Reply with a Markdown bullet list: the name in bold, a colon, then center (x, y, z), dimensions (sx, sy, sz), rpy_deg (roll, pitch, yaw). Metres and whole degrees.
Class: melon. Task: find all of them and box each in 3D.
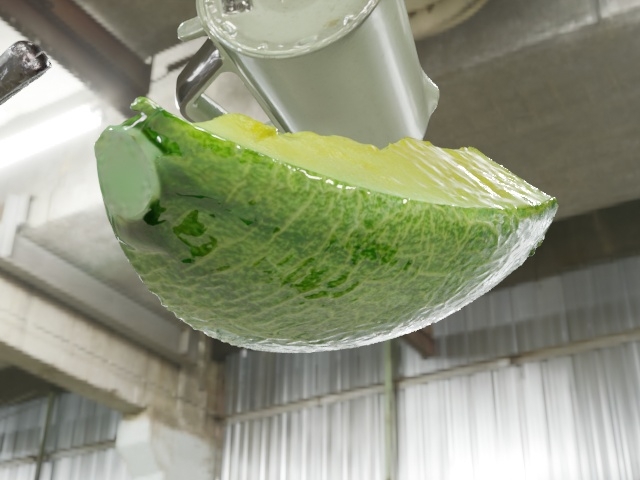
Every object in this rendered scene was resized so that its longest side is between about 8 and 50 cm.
- **melon**: center (0.000, 0.000, 0.610), dimensions (0.196, 0.124, 0.323), rpy_deg (-34, -21, 31)

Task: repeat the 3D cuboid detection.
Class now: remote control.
- **remote control**: center (-0.533, -0.229, 1.539), dimensions (0.265, 0.090, 0.066), rpy_deg (-29, -83, 25)

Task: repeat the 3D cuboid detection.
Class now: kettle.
- **kettle**: center (-0.034, -0.243, 1.383), dimensions (0.361, 0.250, 0.377), rpy_deg (-20, -27, 8)
